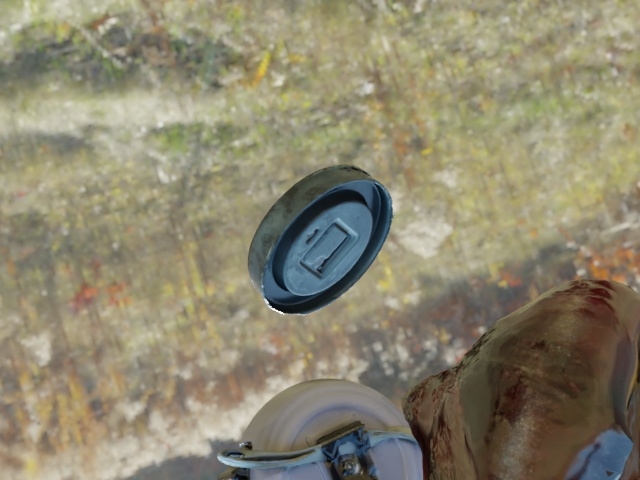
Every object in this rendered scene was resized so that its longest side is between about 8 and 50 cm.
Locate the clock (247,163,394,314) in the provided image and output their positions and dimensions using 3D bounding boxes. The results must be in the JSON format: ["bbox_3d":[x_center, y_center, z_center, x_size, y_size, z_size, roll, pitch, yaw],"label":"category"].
[{"bbox_3d":[0.000,0.000,1.590,0.226,0.049,0.226,-29,142,-25],"label":"clock"}]

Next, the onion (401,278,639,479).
[{"bbox_3d":[0.139,0.150,0.834,0.195,0.272,0.272,13,-176,23],"label":"onion"}]

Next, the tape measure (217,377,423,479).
[{"bbox_3d":[0.007,0.215,1.063,0.196,0.178,0.105,-29,176,-26],"label":"tape measure"}]
